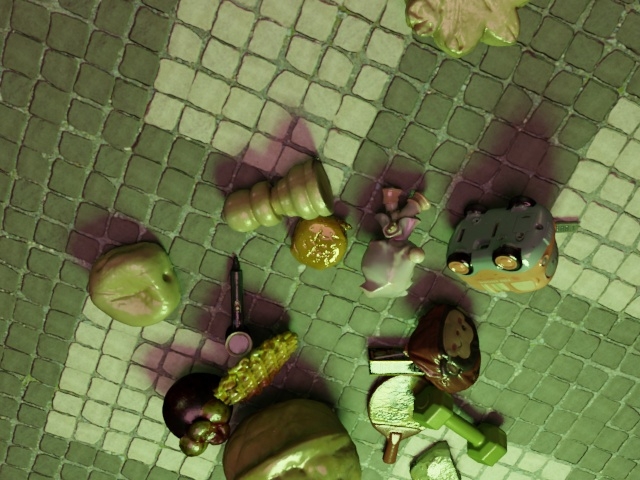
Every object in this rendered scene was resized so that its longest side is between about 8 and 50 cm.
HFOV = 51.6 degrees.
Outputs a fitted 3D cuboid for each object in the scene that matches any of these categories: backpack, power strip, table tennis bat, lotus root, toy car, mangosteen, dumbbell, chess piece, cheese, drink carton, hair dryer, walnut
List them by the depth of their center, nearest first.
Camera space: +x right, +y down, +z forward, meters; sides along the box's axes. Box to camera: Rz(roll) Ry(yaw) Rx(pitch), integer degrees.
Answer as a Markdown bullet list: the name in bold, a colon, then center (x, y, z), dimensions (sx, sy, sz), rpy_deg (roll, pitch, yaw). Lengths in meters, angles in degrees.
- **toy car**: center (0.445, 0.033, 1.572), dimensions (0.271, 0.180, 0.212), rpy_deg (-11, 134, 46)
- **chess piece**: center (-0.107, -0.095, 1.582), dimensions (0.261, 0.142, 0.142), rpy_deg (-17, 113, 15)
- **power strip**: center (0.610, -0.034, 1.657), dimensions (0.083, 0.017, 0.027), rpy_deg (-3, 116, 3)
- **cheese**: center (-0.467, 0.109, 1.675), dimensions (0.235, 0.117, 0.217), rpy_deg (17, 111, -11)
- **backpack**: center (0.330, 0.287, 1.705), dimensions (0.139, 0.229, 0.229), rpy_deg (-22, 115, 41)
- **hair dryer**: center (-0.215, 0.167, 1.725), dimensions (0.070, 0.128, 0.255), rpy_deg (0, 92, -8)
- **walnut**: center (-0.072, 0.606, 1.762), dimensions (0.382, 0.381, 0.381), rpy_deg (0, 114, 0)
- **mangosteen**: center (-0.325, 0.457, 1.783), dimensions (0.210, 0.210, 0.209), rpy_deg (0, 114, 0)
- **drink carton**: center (0.212, 0.324, 1.790), dimensions (0.166, 0.071, 0.056), rpy_deg (-1, 117, -1)
- **dumbbell**: center (0.388, 0.515, 1.836), dimensions (0.302, 0.121, 0.108), rpy_deg (37, 129, -20)
- **table tennis bat**: center (0.226, 0.505, 1.893), dimensions (0.201, 0.038, 0.310), rpy_deg (8, 111, -5)
- **lotus root**: center (0.339, 0.683, 1.950), dimensions (0.144, 0.070, 0.143), rpy_deg (-27, 111, 12)

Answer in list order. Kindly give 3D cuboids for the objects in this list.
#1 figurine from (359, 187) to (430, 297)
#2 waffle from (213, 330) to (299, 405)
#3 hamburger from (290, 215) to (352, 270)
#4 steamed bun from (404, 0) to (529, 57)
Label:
- **figurine**: center (0.176, 0.009, 1.593), dimensions (0.133, 0.200, 0.275), rpy_deg (14, 86, -23)
- **waffle**: center (-0.157, 0.330, 1.731), dimensions (0.059, 0.243, 0.237), rpy_deg (43, 120, 23)
- **hamburger**: center (0.000, 0.000, 1.641), dimensions (0.138, 0.083, 0.147), rpy_deg (21, 116, -13)
- **steamed bun**: center (0.310, -0.526, 1.378), dimensions (0.292, 0.137, 0.295), rpy_deg (38, 101, -11)
